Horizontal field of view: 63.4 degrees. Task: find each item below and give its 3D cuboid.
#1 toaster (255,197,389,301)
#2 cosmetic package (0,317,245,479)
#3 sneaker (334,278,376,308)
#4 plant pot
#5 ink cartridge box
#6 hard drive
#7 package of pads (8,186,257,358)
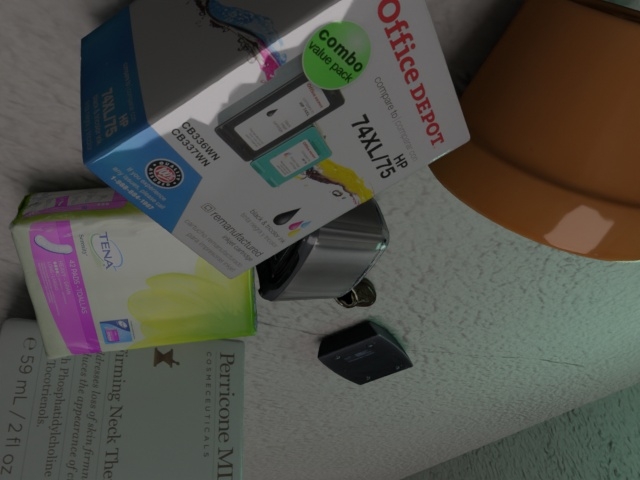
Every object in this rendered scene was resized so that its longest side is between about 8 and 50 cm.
[{"bbox_3d":[0.000,0.000,0.779,0.146,0.129,0.227,5,139,-30],"label":"toaster"},{"bbox_3d":[-0.377,0.346,0.903,0.393,0.330,0.327,12,152,-32],"label":"cosmetic package"},{"bbox_3d":[0.053,0.103,0.981,0.066,0.071,0.188,-29,141,21],"label":"sneaker"},{"bbox_3d":[0.285,-0.143,0.567,0.290,0.291,0.204,1,126,-19],"label":"plant pot"},{"bbox_3d":[-0.043,-0.141,0.478,0.270,0.197,0.198,-30,140,10],"label":"ink cartridge box"},{"bbox_3d":[0.111,0.276,1.253,0.172,0.054,0.255,-24,143,16],"label":"hard drive"},{"bbox_3d":[-0.239,0.034,0.714,0.296,0.101,0.229,-5,121,-13],"label":"package of pads"}]
